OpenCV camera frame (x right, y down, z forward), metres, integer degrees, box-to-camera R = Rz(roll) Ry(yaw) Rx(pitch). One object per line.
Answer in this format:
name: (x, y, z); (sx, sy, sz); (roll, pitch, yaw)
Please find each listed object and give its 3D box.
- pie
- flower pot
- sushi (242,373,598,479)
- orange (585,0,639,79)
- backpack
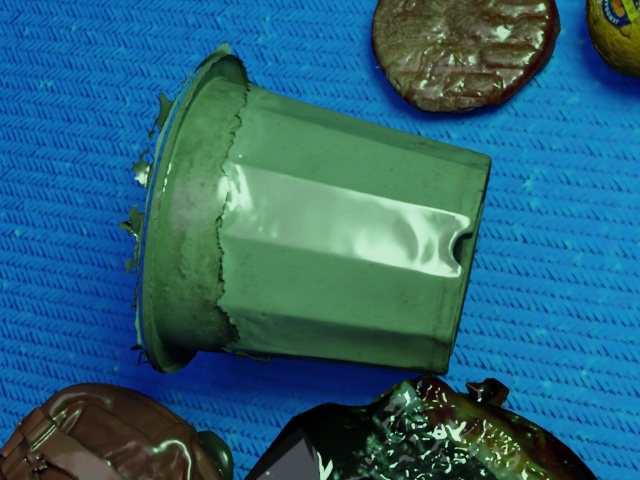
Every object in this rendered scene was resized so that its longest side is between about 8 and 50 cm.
pie: (0.134, -0.202, 1.056); (0.182, 0.049, 0.182); (-5, 72, 17)
flower pot: (0.000, 0.000, 0.944); (0.259, 0.290, 0.290); (13, 80, 10)
sushi: (0.099, 0.211, 0.866); (0.227, 0.215, 0.212); (37, 89, 24)
orange: (0.292, -0.203, 0.963); (0.135, 0.117, 0.135); (20, 116, 47)
backpack: (-0.197, 0.233, 1.001); (0.229, 0.139, 0.229); (-4, 76, 16)
